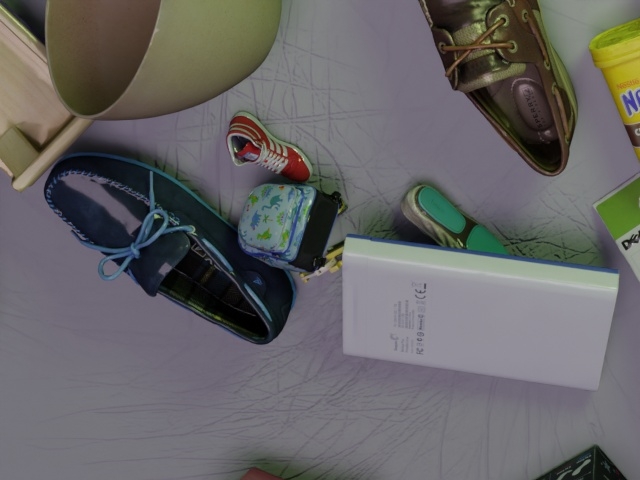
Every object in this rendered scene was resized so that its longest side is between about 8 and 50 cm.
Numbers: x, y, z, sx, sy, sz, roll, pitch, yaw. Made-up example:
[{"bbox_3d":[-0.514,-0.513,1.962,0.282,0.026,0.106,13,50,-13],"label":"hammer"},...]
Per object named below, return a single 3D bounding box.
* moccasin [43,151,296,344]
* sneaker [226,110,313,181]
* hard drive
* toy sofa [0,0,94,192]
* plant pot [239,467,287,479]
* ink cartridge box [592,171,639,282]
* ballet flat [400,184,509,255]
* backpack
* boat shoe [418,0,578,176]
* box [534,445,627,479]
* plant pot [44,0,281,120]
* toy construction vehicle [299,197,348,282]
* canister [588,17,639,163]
[{"bbox_3d":[-0.177,0.007,2.035,0.342,0.117,0.137,27,123,-11],"label":"moccasin"},{"bbox_3d":[-0.064,-0.100,2.005,0.118,0.067,0.042,37,118,-9],"label":"sneaker"},{"bbox_3d":[0.186,0.089,2.029,0.319,0.040,0.210,8,141,7],"label":"hard drive"},{"bbox_3d":[-0.427,-0.234,1.981,0.362,0.177,0.150,43,92,-12],"label":"toy sofa"},{"bbox_3d":[-0.048,0.398,2.199,0.180,0.201,0.201,32,119,11],"label":"plant pot"},{"bbox_3d":[0.467,0.017,1.957,0.189,0.097,0.255,-37,71,25],"label":"ink cartridge box"},{"bbox_3d":[0.165,-0.003,2.028,0.168,0.057,0.052,44,146,-8],"label":"ballet flat"},{"bbox_3d":[-0.048,-0.021,2.010,0.084,0.105,0.114,25,167,-41],"label":"backpack"},{"bbox_3d":[0.188,-0.210,1.834,0.123,0.123,0.342,-19,124,19],"label":"boat shoe"},{"bbox_3d":[0.359,0.419,2.148,0.163,0.142,0.247,-35,105,24],"label":"box"},{"bbox_3d":[-0.156,-0.260,1.853,0.191,0.284,0.284,7,125,-33],"label":"plant pot"},{"bbox_3d":[0.000,0.000,2.063,0.098,0.035,0.086,-26,109,22],"label":"toy construction vehicle"},{"bbox_3d":[0.388,-0.163,1.875,0.126,0.073,0.170,-19,109,23],"label":"canister"}]
